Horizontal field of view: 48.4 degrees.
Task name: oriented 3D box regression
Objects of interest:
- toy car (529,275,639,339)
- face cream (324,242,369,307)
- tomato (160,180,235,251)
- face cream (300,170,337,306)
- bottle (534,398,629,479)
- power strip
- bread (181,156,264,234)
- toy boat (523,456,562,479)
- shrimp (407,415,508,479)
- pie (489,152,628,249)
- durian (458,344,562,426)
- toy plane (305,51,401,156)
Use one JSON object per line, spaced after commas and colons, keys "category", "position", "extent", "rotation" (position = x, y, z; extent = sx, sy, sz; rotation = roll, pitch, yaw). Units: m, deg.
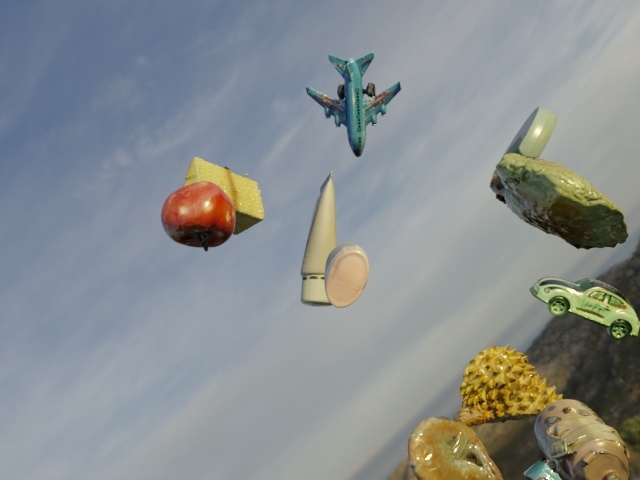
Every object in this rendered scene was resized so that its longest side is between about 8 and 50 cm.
{"category": "toy car", "position": [0.737, 0.166, 1.959], "extent": [0.136, 0.306, 0.125], "rotation": [-57, -10, -76]}
{"category": "face cream", "position": [0.037, 0.044, 1.018], "extent": [0.198, 0.057, 0.084], "rotation": [-91, 25, -85]}
{"category": "tomato", "position": [-0.285, -0.062, 1.721], "extent": [0.187, 0.151, 0.187], "rotation": [0, -32, 0]}
{"category": "face cream", "position": [0.000, 0.000, 1.702], "extent": [0.089, 0.314, 0.143], "rotation": [4, -13, -9]}
{"category": "bottle", "position": [0.341, 0.271, 0.922], "extent": [0.099, 0.099, 0.152], "rotation": [-47, 5, 7]}
{"category": "power strip", "position": [0.473, -0.219, 1.639], "extent": [0.167, 0.054, 0.253], "rotation": [-58, -5, -10]}
{"category": "bread", "position": [-0.277, -0.112, 2.010], "extent": [0.266, 0.142, 0.178], "rotation": [20, -76, -47]}
{"category": "toy boat", "position": [0.579, 0.580, 1.411], "extent": [0.079, 0.392, 0.136], "rotation": [-51, -6, -5]}
{"category": "shrimp", "position": [0.327, 0.482, 1.536], "extent": [0.077, 0.317, 0.168], "rotation": [-40, 31, 59]}
{"category": "pie", "position": [0.426, -0.068, 1.268], "extent": [0.105, 0.257, 0.274], "rotation": [-54, -12, 0]}
{"category": "durian", "position": [0.466, 0.362, 1.795], "extent": [0.305, 0.195, 0.185], "rotation": [-2, -15, -21]}
{"category": "toy plane", "position": [0.091, -0.357, 1.883], "extent": [0.105, 0.254, 0.271], "rotation": [-60, -33, -58]}
